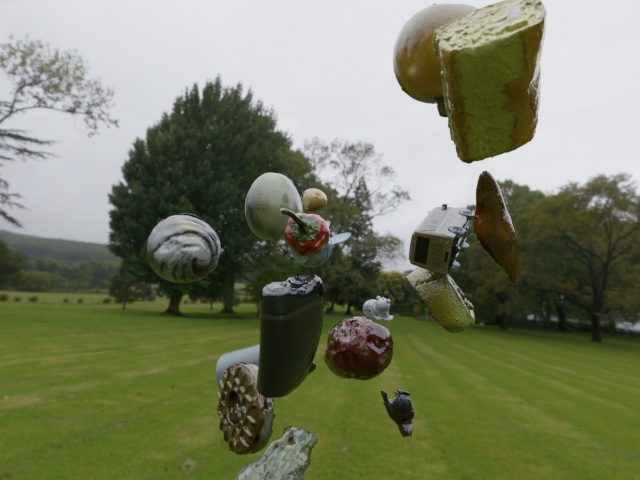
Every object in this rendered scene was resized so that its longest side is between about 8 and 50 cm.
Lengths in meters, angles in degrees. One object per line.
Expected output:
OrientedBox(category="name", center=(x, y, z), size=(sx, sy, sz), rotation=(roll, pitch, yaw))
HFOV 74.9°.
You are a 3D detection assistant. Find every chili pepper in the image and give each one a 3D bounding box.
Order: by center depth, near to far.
OrientedBox(category="chili pepper", center=(-0.036, -0.018, 1.219), size=(0.135, 0.131, 0.338), rotation=(-17, -5, -6))

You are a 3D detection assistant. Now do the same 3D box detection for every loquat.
OrientedBox(category="loquat", center=(0.397, -0.580, 1.368), size=(0.329, 0.359, 0.328), rotation=(-4, 1, 0))

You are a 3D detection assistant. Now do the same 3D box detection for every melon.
OrientedBox(category="melon", center=(-0.205, -0.139, 1.821), size=(0.272, 0.307, 0.271), rotation=(-14, -27, -7))

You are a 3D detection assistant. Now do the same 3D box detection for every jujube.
OrientedBox(category="jujube", center=(0.158, 0.480, 1.852), size=(0.277, 0.276, 0.377), rotation=(7, -18, -13))

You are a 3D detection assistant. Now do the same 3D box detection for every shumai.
OrientedBox(category="shumai", center=(-0.133, 0.703, 1.312), size=(0.222, 0.203, 0.272), rotation=(13, 1, 21))

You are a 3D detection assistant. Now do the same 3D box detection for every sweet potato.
OrientedBox(category="sweet potato", center=(0.502, -0.032, 1.215), size=(0.112, 0.359, 0.112), rotation=(-23, 11, 5))

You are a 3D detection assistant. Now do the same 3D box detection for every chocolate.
OrientedBox(category="chocolate", center=(-0.523, 0.047, 1.695), size=(0.303, 0.303, 0.213), rotation=(10, 4, -42))

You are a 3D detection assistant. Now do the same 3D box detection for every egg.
OrientedBox(category="egg", center=(-0.020, -0.141, 1.455), size=(0.097, 0.080, 0.080), rotation=(-3, 0, -30))

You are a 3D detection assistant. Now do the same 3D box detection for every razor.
OrientedBox(category="razor", center=(-0.081, 0.260, 1.132), size=(0.114, 0.348, 0.204), rotation=(22, 26, 36))

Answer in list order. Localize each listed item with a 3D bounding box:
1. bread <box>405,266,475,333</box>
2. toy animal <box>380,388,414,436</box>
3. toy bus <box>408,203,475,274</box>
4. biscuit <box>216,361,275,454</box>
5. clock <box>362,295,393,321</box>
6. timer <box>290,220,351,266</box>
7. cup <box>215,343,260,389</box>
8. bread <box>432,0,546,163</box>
OrientedBox(category="bread", center=(0.399, 0.184, 1.357), size=(0.186, 0.124, 0.257), rotation=(33, 20, -52))
OrientedBox(category="toy animal", center=(0.309, 0.704, 1.701), size=(0.116, 0.179, 0.218), rotation=(3, -27, -15))
OrientedBox(category="toy bus", center=(0.385, -0.012, 1.326), size=(0.157, 0.139, 0.289), rotation=(14, 28, 24))
OrientedBox(category="biscuit", center=(-0.278, 0.607, 1.524), size=(0.103, 0.331, 0.332), rotation=(7, -5, -38))
OrientedBox(category="clock", center=(0.291, 0.340, 2.150), size=(0.080, 0.117, 0.176), rotation=(-15, 13, -42))
OrientedBox(category="timer", center=(-0.012, 0.018, 1.615), size=(0.175, 0.175, 0.255), rotation=(3, 5, 28))
OrientedBox(category="cup", center=(-0.275, 0.557, 1.821), size=(0.312, 0.205, 0.205), rotation=(-22, -16, 23))
OrientedBox(category="bread", center=(0.429, -0.386, 1.042), size=(0.237, 0.165, 0.375), rotation=(-18, -37, 15))
